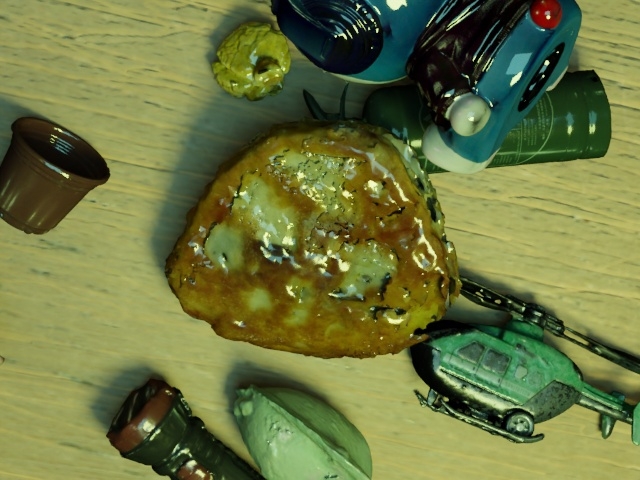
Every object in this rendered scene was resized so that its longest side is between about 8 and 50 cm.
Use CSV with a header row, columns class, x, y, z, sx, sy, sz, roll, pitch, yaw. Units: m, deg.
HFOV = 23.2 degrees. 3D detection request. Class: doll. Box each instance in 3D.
class,x,y,z,sx,sy,sz,roll,pitch,yaw
doll,0.088,-0.243,1.502,0.310,0.240,0.284,36,51,12

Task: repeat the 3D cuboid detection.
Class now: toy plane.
class,x,y,z,sx,sy,sz,roll,pitch,yaw
toy plane,0.242,0.150,1.698,0.382,0.106,0.155,23,85,-9

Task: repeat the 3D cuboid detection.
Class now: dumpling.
class,x,y,z,sx,sy,sz,roll,pitch,yaw
dumpling,-0.006,0.235,1.642,0.105,0.149,0.216,-37,112,10

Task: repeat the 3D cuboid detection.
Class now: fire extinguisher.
class,x,y,z,sx,sy,sz,roll,pitch,yaw
fire extinguisher,0.142,-0.125,1.621,0.311,0.095,0.114,-7,84,-10

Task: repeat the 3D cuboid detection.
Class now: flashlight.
class,x,y,z,sx,sy,sz,roll,pitch,yaw
flashlight,-0.118,0.249,1.656,0.232,0.093,0.093,43,92,-16

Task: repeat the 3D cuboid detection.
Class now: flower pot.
class,x,y,z,sx,sy,sz,roll,pitch,yaw
flower pot,-0.280,-0.057,1.558,0.111,0.111,0.089,30,108,-15

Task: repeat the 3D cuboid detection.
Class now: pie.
class,x,y,z,sx,sy,sz,roll,pitch,yaw
pie,0.000,0.001,1.583,0.308,0.085,0.308,4,115,8

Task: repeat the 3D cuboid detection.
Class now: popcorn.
class,x,y,z,sx,sy,sz,roll,pitch,yaw
popcorn,-0.065,-0.178,1.578,0.084,0.084,0.084,-2,102,-10

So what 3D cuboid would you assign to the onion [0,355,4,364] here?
class,x,y,z,sx,sy,sz,roll,pitch,yaw
onion,-0.467,0.155,1.470,0.341,0.341,0.341,-2,102,-10
